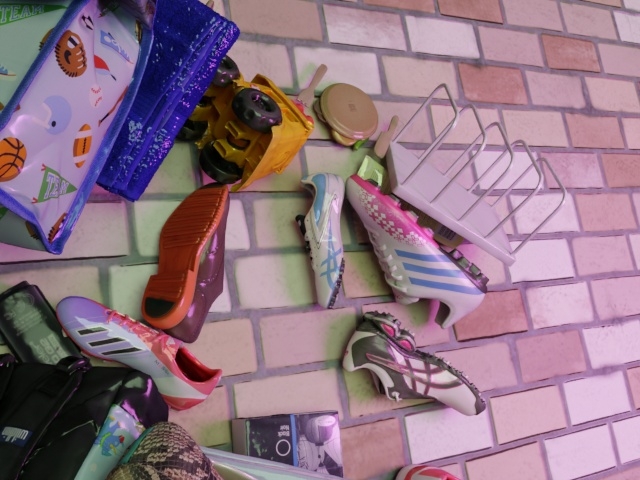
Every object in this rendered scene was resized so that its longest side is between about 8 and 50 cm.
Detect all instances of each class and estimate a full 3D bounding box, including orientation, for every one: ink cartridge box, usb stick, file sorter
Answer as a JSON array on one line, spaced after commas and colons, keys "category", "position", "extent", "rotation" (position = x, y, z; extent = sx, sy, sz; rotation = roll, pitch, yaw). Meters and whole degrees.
[{"category": "ink cartridge box", "position": [-0.041, 0.430, 1.051], "extent": [0.166, 0.065, 0.332], "rotation": [2, 76, -29]}, {"category": "usb stick", "position": [-0.353, 0.185, 0.958], "extent": [0.077, 0.045, 0.278], "rotation": [-34, 94, -25]}, {"category": "file sorter", "position": [0.283, -0.124, 1.278], "extent": [0.278, 0.173, 0.192], "rotation": [31, 29, -19]}]

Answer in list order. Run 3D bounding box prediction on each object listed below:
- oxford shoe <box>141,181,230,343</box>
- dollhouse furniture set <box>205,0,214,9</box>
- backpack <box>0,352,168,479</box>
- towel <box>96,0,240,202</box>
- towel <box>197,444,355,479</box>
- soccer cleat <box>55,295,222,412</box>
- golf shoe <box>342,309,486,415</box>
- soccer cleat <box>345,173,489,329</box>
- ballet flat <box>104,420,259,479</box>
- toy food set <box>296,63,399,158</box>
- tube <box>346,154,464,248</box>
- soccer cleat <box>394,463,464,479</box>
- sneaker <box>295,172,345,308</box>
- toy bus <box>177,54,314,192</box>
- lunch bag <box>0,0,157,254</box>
[{"category": "oxford shoe", "position": [-0.192, 0.029, 1.083], "extent": [0.098, 0.097, 0.271], "rotation": [55, 43, -46]}, {"category": "dollhouse furniture set", "position": [-0.260, -0.373, 1.128], "extent": [0.151, 0.144, 0.123], "rotation": [24, 60, -5]}, {"category": "backpack", "position": [-0.344, 0.336, 0.774], "extent": [0.355, 0.290, 0.273], "rotation": [-70, 151, -51]}, {"category": "towel", "position": [-0.285, -0.238, 1.000], "extent": [0.228, 0.076, 0.308], "rotation": [32, 91, -3]}, {"category": "towel", "position": [-0.116, 0.455, 0.931], "extent": [0.375, 0.090, 0.320], "rotation": [14, 76, -8]}, {"category": "soccer cleat", "position": [-0.253, 0.147, 0.985], "extent": [0.248, 0.095, 0.083], "rotation": [42, 24, -17]}, {"category": "golf shoe", "position": [0.160, 0.237, 1.209], "extent": [0.273, 0.105, 0.120], "rotation": [37, 77, -8]}, {"category": "soccer cleat", "position": [0.147, 0.027, 1.234], "extent": [0.331, 0.116, 0.143], "rotation": [41, 98, -8]}, {"category": "ballet flat", "position": [-0.064, 0.391, 0.805], "extent": [0.482, 0.164, 0.182], "rotation": [56, 25, -21]}, {"category": "toy food set", "position": [0.049, -0.237, 1.311], "extent": [0.192, 0.038, 0.132], "rotation": [34, 55, -11]}, {"category": "tube", "position": [0.167, -0.065, 1.313], "extent": [0.240, 0.062, 0.070], "rotation": [27, 36, -16]}, {"category": "soccer cleat", "position": [0.268, 0.483, 1.173], "extent": [0.318, 0.116, 0.108], "rotation": [39, 61, -14]}, {"category": "sneaker", "position": [0.000, 0.000, 1.194], "extent": [0.086, 0.085, 0.237], "rotation": [-1, 79, -2]}, {"category": "toy bus", "position": [-0.116, -0.210, 1.147], "extent": [0.220, 0.149, 0.211], "rotation": [49, 37, 13]}, {"category": "lunch bag", "position": [-0.418, -0.219, 0.863], "extent": [0.328, 0.239, 0.385], "rotation": [13, 63, 12]}]
